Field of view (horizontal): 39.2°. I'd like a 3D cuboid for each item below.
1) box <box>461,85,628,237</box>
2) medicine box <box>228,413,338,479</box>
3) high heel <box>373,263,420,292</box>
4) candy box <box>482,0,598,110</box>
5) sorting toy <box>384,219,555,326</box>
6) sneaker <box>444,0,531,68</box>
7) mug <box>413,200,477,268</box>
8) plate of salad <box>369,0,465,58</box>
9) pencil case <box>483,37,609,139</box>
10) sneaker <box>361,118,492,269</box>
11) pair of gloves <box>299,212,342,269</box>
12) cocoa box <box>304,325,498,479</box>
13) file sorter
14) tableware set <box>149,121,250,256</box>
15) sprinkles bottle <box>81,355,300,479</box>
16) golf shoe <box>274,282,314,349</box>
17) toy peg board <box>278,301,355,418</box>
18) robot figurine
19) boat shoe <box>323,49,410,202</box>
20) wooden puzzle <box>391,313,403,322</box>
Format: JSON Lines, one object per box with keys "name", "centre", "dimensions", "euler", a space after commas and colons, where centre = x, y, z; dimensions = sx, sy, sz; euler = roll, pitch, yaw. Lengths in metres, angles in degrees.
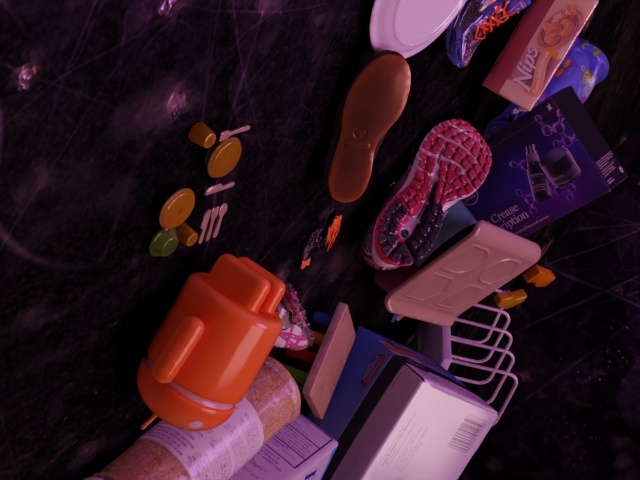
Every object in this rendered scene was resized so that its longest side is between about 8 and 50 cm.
{"name": "box", "centre": [0.359, -0.116, 1.552], "dimensions": [0.261, 0.184, 0.103], "euler": [-34, 176, 40]}
{"name": "medicine box", "centre": [-0.140, 0.424, 1.413], "dimensions": [0.289, 0.149, 0.263], "euler": [-20, 139, -57]}
{"name": "high heel", "centre": [0.222, 0.057, 1.636], "dimensions": [0.244, 0.082, 0.117], "euler": [12, 140, -22]}
{"name": "candy box", "centre": [0.346, -0.306, 1.425], "dimensions": [0.183, 0.087, 0.316], "euler": [-61, 174, 15]}
{"name": "sorting toy", "centre": [0.276, 0.068, 1.590], "dimensions": [0.229, 0.041, 0.307], "euler": [-43, 143, 25]}
{"name": "sneaker", "centre": [0.247, -0.339, 1.261], "dimensions": [0.221, 0.087, 0.083], "euler": [-61, 159, 9]}
{"name": "mug", "centre": [0.191, -0.024, 1.559], "dimensions": [0.129, 0.097, 0.158], "euler": [-35, 167, -8]}
{"name": "plate of salad", "centre": [0.125, -0.310, 1.089], "dimensions": [0.200, 0.048, 0.200], "euler": [-36, 152, -22]}
{"name": "pencil case", "centre": [0.437, -0.272, 1.743], "dimensions": [0.306, 0.119, 0.133], "euler": [-48, 147, -23]}
{"name": "sneaker", "centre": [0.162, -0.079, 1.445], "dimensions": [0.299, 0.121, 0.112], "euler": [-49, -173, -23]}
{"name": "pair of gloves", "centre": [0.000, 0.000, 1.308], "dimensions": [0.083, 0.010, 0.074], "euler": [-33, 150, -43]}
{"name": "cocoa box", "centre": [0.116, 0.385, 1.717], "dimensions": [0.231, 0.228, 0.347], "euler": [28, 96, -35]}
{"name": "file sorter", "centre": [0.321, 0.244, 1.992], "dimensions": [0.277, 0.173, 0.193], "euler": [-83, -173, -51]}
{"name": "tableware set", "centre": [-0.130, -0.053, 0.926], "dimensions": [0.104, 0.024, 0.154], "euler": [-26, 144, -49]}
{"name": "sprinkles bottle", "centre": [-0.172, 0.281, 1.169], "dimensions": [0.355, 0.121, 0.121], "euler": [-35, 150, -45]}
{"name": "golf shoe", "centre": [-0.061, 0.120, 1.289], "dimensions": [0.086, 0.067, 0.186], "euler": [-27, 155, -4]}
{"name": "toy peg board", "centre": [-0.012, 0.192, 1.496], "dimensions": [0.161, 0.079, 0.160], "euler": [75, 35, -64]}
{"name": "robot figurine", "centre": [-0.127, 0.125, 1.038], "dimensions": [0.219, 0.128, 0.158], "euler": [-59, -163, 5]}
{"name": "boat shoe", "centre": [0.052, -0.151, 1.137], "dimensions": [0.073, 0.073, 0.207], "euler": [-95, -154, -57]}
{"name": "wooden puzzle", "centre": [0.185, 0.128, 1.907], "dimensions": [0.116, 0.014, 0.078], "euler": [-24, 138, -56]}
